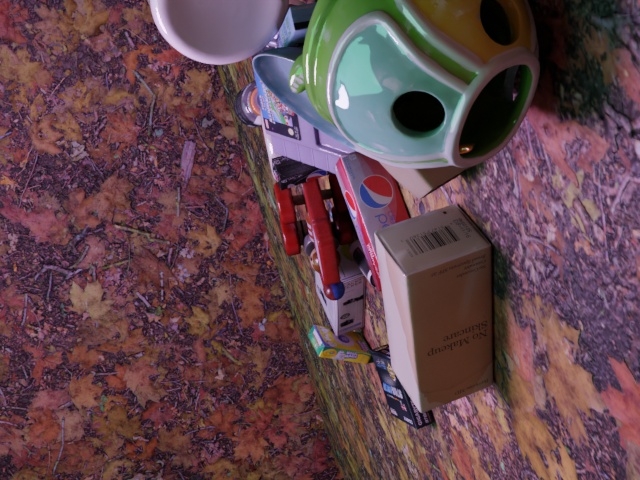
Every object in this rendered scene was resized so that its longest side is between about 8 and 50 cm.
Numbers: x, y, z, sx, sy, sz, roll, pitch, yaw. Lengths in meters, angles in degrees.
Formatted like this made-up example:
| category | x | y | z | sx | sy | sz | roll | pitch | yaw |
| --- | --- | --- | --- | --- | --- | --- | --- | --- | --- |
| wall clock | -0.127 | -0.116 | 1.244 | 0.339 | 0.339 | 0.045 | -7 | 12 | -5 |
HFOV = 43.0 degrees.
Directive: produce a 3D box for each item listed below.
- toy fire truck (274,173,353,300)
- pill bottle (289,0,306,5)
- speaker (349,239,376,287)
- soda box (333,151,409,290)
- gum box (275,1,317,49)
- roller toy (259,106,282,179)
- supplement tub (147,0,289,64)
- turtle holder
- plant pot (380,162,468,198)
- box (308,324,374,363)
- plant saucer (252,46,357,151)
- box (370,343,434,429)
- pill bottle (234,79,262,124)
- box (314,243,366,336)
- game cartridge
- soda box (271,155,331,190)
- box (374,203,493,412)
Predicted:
| category | x | y | z | sx | sy | sz | roll | pitch | yaw |
| --- | --- | --- | --- | --- | --- | --- | --- | --- | --- |
| toy fire truck | 0.000 | 0.000 | 1.885 | 0.302 | 0.169 | 0.254 | 83 | 176 | -53 |
| pill bottle | -0.052 | -0.389 | 1.681 | 0.208 | 0.117 | 0.118 | 77 | 170 | -55 |
| speaker | 0.112 | 0.050 | 1.821 | 0.136 | 0.055 | 0.055 | -123 | 18 | -56 |
| soda box | 0.112 | -0.042 | 1.539 | 0.083 | 0.092 | 0.263 | 130 | 121 | -77 |
| gum box | 0.016 | -0.345 | 1.318 | 0.184 | 0.156 | 0.041 | 166 | 92 | -80 |
| roller toy | -0.059 | -0.243 | 1.942 | 0.209 | 0.146 | 0.191 | 88 | 171 | -75 |
| supplement tub | -0.198 | -0.466 | 1.410 | 0.316 | 0.228 | 0.228 | -116 | 12 | -51 |
| turtle holder | 0.128 | -0.224 | 0.867 | 0.227 | 0.243 | 0.320 | 47 | 118 | 32 |
| plant pot | 0.155 | -0.123 | 1.163 | 0.096 | 0.109 | 0.109 | 58 | 169 | 4 |
| box | 0.065 | 0.291 | 2.259 | 0.043 | 0.179 | 0.105 | -64 | 30 | 21 |
| plant saucer | 0.032 | -0.227 | 1.347 | 0.317 | 0.044 | 0.317 | 31 | 174 | 4 |
| box | 0.191 | 0.342 | 1.931 | 0.220 | 0.051 | 0.175 | 165 | 87 | -79 |
| pill bottle | -0.171 | -0.391 | 2.314 | 0.245 | 0.130 | 0.131 | -154 | 46 | -77 |
| box | 0.050 | 0.113 | 2.168 | 0.290 | 0.087 | 0.169 | 86 | 163 | -56 |
| game cartridge | -0.025 | -0.290 | 1.598 | 0.230 | 0.068 | 0.355 | 17 | 140 | 25 |
| soda box | -0.020 | -0.170 | 1.796 | 0.053 | 0.168 | 0.060 | 92 | 157 | -66 |
| box | 0.185 | 0.114 | 1.292 | 0.121 | 0.148 | 0.311 | -121 | 15 | -49 |
